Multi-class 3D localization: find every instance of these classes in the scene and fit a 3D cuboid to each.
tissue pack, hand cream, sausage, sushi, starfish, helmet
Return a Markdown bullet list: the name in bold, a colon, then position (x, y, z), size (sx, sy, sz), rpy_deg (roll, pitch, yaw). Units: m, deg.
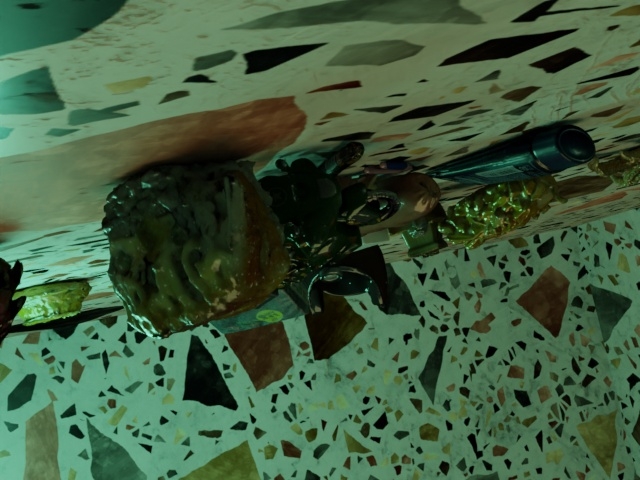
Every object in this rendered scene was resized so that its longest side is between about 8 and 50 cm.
- **tissue pack**: position (-0.153, 0.066, 1.608), size (0.185, 0.081, 0.257), rpy_deg (-15, 145, 18)
- **hand cream**: position (0.285, -0.115, 1.392), size (0.120, 0.061, 0.270), rpy_deg (5, 168, -34)
- **sausage**: position (0.046, -0.038, 1.505), size (0.088, 0.088, 0.433), rpy_deg (-8, 173, -37)
- **sausage**: position (0.019, -0.095, 1.158), size (0.025, 0.028, 0.198), rpy_deg (13, 168, -13)
- **sushi**: position (-0.139, 0.002, 1.037), size (0.274, 0.184, 0.139), rpy_deg (-22, 175, 36)
- **starfish**: position (0.663, -0.163, 1.744), size (0.302, 0.060, 0.299), rpy_deg (-8, 170, 13)
- **helmet**: position (0.055, 0.071, 2.052), size (0.189, 0.193, 0.216), rpy_deg (-10, 164, 11)

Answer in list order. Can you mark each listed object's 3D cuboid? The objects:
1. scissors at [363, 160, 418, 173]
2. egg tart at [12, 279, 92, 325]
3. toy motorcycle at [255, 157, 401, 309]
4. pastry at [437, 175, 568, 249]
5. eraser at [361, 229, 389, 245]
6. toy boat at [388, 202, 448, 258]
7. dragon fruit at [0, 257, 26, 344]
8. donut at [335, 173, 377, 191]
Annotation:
- **scissors**: position (0.109, -0.106, 1.324), size (0.039, 0.012, 0.113), rpy_deg (-16, 173, 39)
- **egg tart**: position (-0.573, 0.133, 1.933), size (0.191, 0.074, 0.191), rpy_deg (-15, 175, -1)
- **toy motorcycle**: position (-0.041, -0.005, 1.166), size (0.187, 0.125, 0.274), rpy_deg (15, 143, -39)
- **pastry**: position (0.345, -0.065, 1.706), size (0.250, 0.102, 0.154), rpy_deg (-30, 166, 40)
- **eraser**: position (0.000, 0.001, 1.817), size (0.076, 0.078, 0.298), rpy_deg (-7, 172, -44)
- **toy boat**: position (0.205, -0.025, 1.818), size (0.089, 0.121, 0.321), rpy_deg (-20, 172, 18)
- **dragon fruit**: position (-0.509, 0.097, 1.256), size (0.182, 0.189, 0.182), rpy_deg (13, -164, -4)
- **donut**: position (0.023, -0.058, 1.308), size (0.117, 0.065, 0.166), rpy_deg (-12, 179, 12)
